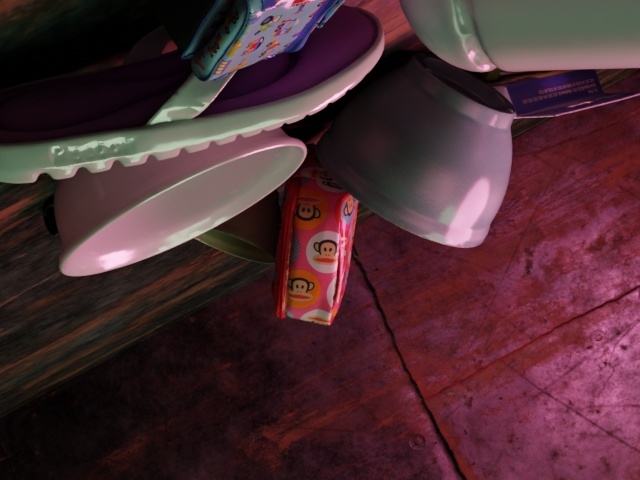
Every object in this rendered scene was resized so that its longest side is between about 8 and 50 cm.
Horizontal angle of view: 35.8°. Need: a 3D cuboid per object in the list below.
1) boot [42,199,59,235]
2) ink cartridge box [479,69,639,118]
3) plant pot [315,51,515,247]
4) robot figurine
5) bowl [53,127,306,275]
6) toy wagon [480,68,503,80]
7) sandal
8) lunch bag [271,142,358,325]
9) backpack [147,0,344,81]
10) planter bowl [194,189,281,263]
[{"bbox_3d":[-0.230,-0.069,1.255,0.246,0.083,0.161,-34,165,33],"label":"boot"},{"bbox_3d":[0.331,-0.246,1.670,0.307,0.072,0.303,-2,-169,42],"label":"ink cartridge box"},{"bbox_3d":[0.167,-0.153,1.466,0.293,0.293,0.196,-16,141,-59],"label":"plant pot"},{"bbox_3d":[0.212,-0.245,0.836,0.353,0.200,0.300,4,167,27],"label":"robot figurine"},{"bbox_3d":[-0.175,-0.085,1.090,0.298,0.134,0.298,-27,172,-4],"label":"bowl"},{"bbox_3d":[0.408,-0.317,1.530,0.267,0.068,0.344,-11,180,-10],"label":"toy wagon"},{"bbox_3d":[-0.116,-0.157,0.879,0.416,0.169,0.102,-24,132,-25],"label":"sandal"},{"bbox_3d":[0.000,0.000,1.550,0.120,0.258,0.293,7,-158,5],"label":"lunch bag"},{"bbox_3d":[-0.032,-0.215,0.762,0.173,0.117,0.158,-26,175,-34],"label":"backpack"},{"bbox_3d":[-0.128,-0.043,1.568,0.162,0.162,0.109,121,-11,-77],"label":"planter bowl"}]
